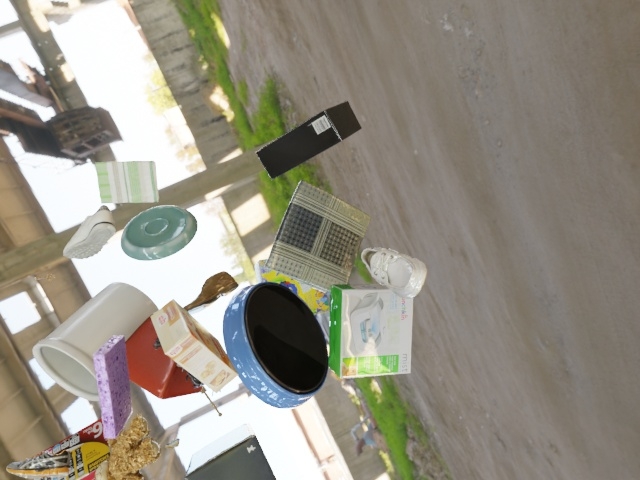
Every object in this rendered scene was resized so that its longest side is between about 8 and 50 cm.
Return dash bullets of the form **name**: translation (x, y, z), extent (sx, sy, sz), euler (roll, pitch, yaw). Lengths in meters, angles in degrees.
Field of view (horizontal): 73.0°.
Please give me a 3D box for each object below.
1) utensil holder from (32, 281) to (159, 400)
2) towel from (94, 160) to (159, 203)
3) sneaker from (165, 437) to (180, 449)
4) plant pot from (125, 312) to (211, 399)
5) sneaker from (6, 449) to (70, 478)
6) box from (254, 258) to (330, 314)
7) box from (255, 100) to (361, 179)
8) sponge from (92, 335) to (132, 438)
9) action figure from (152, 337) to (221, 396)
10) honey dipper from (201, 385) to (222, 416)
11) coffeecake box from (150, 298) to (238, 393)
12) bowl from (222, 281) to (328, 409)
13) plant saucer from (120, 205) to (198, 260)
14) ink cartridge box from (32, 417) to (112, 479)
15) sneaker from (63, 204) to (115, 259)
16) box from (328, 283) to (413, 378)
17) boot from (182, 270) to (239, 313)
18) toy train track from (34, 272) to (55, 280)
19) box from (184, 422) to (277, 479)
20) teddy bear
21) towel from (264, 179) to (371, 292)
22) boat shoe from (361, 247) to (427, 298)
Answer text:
- **utensil holder**: translation (-0.903, 0.404, 1.803), extent (0.385, 0.328, 0.327), euler (-59, -44, -48)
- **towel**: translation (-0.515, -0.157, 1.160), extent (0.023, 0.152, 0.113), euler (-125, 33, -75)
- **sneaker**: translation (-0.659, 0.909, 1.937), extent (0.032, 0.083, 0.037), euler (50, -154, -32)
- **plant pot**: translation (-0.576, 0.423, 1.656), extent (0.267, 0.235, 0.267), euler (22, 173, 19)
- **sneaker**: translation (-0.972, 0.777, 1.504), extent (0.084, 0.215, 0.083), euler (91, 178, -55)
- **box**: translation (-0.136, 0.220, 2.008), extent (0.177, 0.279, 0.289), euler (142, 117, -71)
- **box**: translation (-0.033, -0.298, 1.285), extent (0.103, 0.261, 0.184), euler (59, -147, -13)
- **sponge**: translation (-0.490, 0.345, 1.028), extent (0.117, 0.031, 0.210), euler (-116, 24, -79)
- **action figure**: translation (-0.434, 0.408, 1.504), extent (0.275, 0.164, 0.141), euler (48, -140, -13)
- **honey dipper**: translation (-0.462, 0.674, 1.821), extent (0.160, 0.030, 0.030), euler (53, 173, 1)
- **coffeecake box**: translation (-0.285, 0.239, 0.981), extent (0.142, 0.068, 0.185), euler (39, 166, 49)
- **bowl**: translation (-0.118, 0.299, 1.307), extent (0.391, 0.077, 0.391), euler (40, -150, -29)
- **plant saucer**: translation (-0.669, -0.046, 1.783), extent (0.043, 0.318, 0.317), euler (83, 162, -45)
- **ink cartridge box**: translation (-0.959, 0.923, 1.738), extent (0.272, 0.310, 0.130), euler (52, 167, 39)
- **sneaker**: translation (-0.750, -0.020, 1.405), extent (0.090, 0.235, 0.094), euler (20, -138, -58)
- **box**: translation (0.151, 0.268, 1.321), extent (0.127, 0.231, 0.261), euler (-172, 84, -75)
- **boot**: translation (-0.563, 0.262, 2.141), extent (0.115, 0.305, 0.112), euler (52, 154, 11)
- **toy train track**: translation (-1.286, 0.170, 2.018), extent (0.048, 0.083, 0.014), euler (52, 125, 25)
- **box**: translation (-0.299, 1.038, 1.728), extent (0.479, 0.297, 0.472), euler (61, 159, 10)
- **teddy bear**: translation (-0.672, 0.746, 1.486), extent (0.113, 0.338, 0.245), euler (-5, -112, -60)
- **towel**: translation (0.000, 0.000, 1.443), extent (0.324, 0.312, 0.056), euler (25, 172, -32)
- **boat shoe**: translation (0.163, 0.069, 1.053), extent (0.096, 0.098, 0.277), euler (25, 179, -14)
